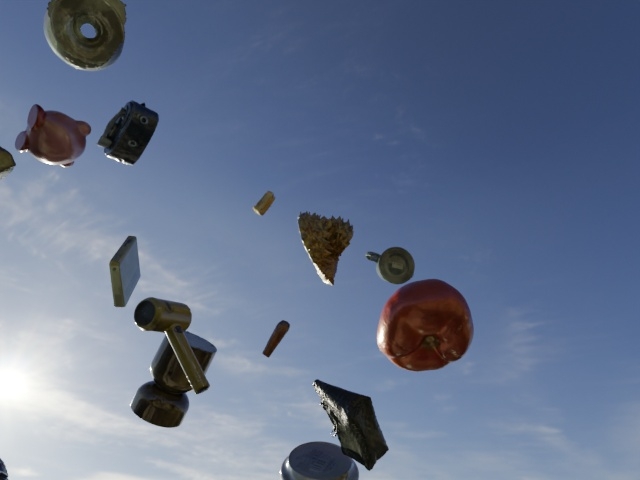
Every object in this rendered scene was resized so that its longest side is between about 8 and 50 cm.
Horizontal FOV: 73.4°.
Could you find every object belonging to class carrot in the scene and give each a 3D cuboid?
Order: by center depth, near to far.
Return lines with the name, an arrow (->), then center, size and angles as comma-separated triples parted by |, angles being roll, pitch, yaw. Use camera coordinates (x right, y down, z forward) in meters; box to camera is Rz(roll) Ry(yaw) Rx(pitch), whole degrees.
carrot -> -0.104, 0.229, 1.008 | 0.032, 0.093, 0.032 | 32, -13, 8

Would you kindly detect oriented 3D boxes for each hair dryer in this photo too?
hair dryer -> -0.370, 0.269, 1.111 | 0.090, 0.278, 0.135 | -40, -25, 6

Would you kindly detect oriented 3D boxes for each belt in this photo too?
belt -> -0.646, -0.360, 1.430 | 0.128, 0.122, 0.218 | 23, -61, -44

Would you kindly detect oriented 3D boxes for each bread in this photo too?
bread -> -0.235, -0.155, 1.788 | 0.053, 0.106, 0.072 | 34, -12, 15

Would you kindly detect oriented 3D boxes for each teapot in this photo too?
teapot -> 0.308, 0.112, 1.904 | 0.239, 0.162, 0.149 | 27, -11, -3

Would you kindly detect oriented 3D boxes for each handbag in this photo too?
handbag -> 0.078, 0.509, 1.184 | 0.175, 0.089, 0.270 | -4, -69, 49

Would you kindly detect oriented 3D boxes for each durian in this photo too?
durian -> -0.006, -0.012, 1.418 | 0.185, 0.305, 0.195 | -36, -66, 24

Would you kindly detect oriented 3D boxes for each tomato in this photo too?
tomato -> 0.264, 0.216, 1.116 | 0.260, 0.180, 0.259 | -1, -62, -3

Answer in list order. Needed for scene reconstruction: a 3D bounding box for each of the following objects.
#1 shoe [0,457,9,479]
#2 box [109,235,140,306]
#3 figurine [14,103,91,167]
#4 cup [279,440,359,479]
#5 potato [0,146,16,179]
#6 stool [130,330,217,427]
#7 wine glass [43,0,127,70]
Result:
shoe -> -0.618, 0.449, 0.796 | 0.071, 0.169, 0.099 | -21, -32, -44
box -> -0.760, 0.119, 1.675 | 0.045, 0.270, 0.210 | 0, -68, -10
figurine -> -0.820, -0.317, 1.332 | 0.173, 0.173, 0.173 | 2, -41, 2
cup -> -0.048, 0.812, 1.289 | 0.323, 0.237, 0.326 | 0, -84, -13
potato -> -0.707, -0.092, 0.693 | 0.269, 0.255, 0.112 | -28, -79, 13
stool -> -0.476, 0.443, 1.406 | 0.179, 0.264, 0.179 | 24, -5, 2
wine glass -> -0.727, -0.650, 1.332 | 0.238, 0.323, 0.238 | -14, -64, -30
